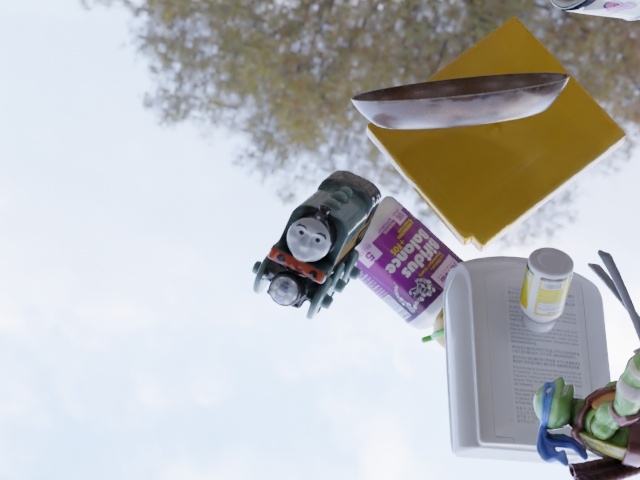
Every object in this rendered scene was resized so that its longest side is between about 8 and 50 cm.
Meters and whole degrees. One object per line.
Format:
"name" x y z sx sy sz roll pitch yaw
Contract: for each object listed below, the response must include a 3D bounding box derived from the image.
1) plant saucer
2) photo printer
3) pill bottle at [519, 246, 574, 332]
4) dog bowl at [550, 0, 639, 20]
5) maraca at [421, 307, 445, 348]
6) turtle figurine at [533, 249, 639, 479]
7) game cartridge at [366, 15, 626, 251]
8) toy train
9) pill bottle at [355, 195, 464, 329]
"plant saucer" 0.199 -0.199 1.748 0.311 0.050 0.310 -5 -169 1
"photo printer" 0.307 0.173 1.819 0.256 0.107 0.307 7 -113 -21
"pill bottle" 0.316 0.072 1.725 0.065 0.116 0.065 3 -142 -2
"dog bowl" 0.499 -0.511 1.818 0.150 0.408 0.408 19 -153 -13
"maraca" 0.244 0.148 2.090 0.127 0.186 0.099 -11 -99 -21
"turtle figurine" 0.373 0.139 1.265 0.266 0.198 0.274 19 -114 11
"game cartridge" 0.286 -0.174 2.011 0.324 0.052 0.285 -37 -106 -6
"toy train" 0.000 0.000 2.000 0.142 0.190 0.334 26 -161 9
"pill bottle" 0.189 0.068 2.416 0.301 0.169 0.169 42 -150 -1
